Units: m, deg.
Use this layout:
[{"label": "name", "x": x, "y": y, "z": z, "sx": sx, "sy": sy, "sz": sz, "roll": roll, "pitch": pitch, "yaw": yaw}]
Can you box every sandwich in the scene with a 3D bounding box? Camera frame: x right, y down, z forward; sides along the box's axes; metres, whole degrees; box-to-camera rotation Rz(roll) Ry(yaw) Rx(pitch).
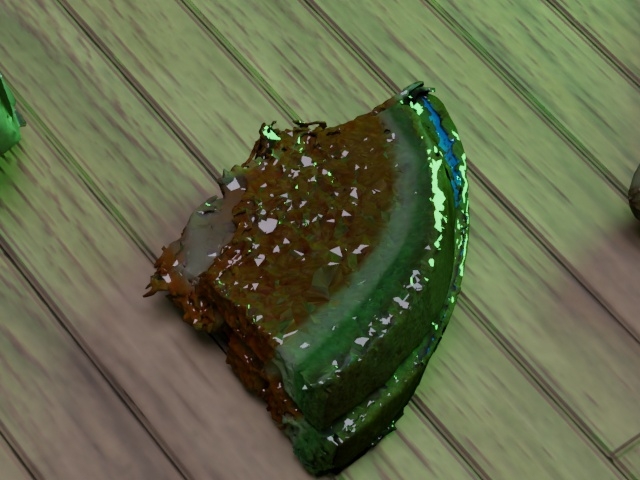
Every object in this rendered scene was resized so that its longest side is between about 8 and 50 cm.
[{"label": "sandwich", "x": 0.011, "y": -0.004, "z": 1.039, "sx": 0.159, "sy": 0.079, "sz": 0.235, "roll": 28, "pitch": 58, "yaw": 15}]

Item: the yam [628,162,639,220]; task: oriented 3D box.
[{"label": "yam", "x": 0.312, "y": 0.020, "z": 1.055, "sx": 0.300, "sy": 0.066, "sz": 0.066, "roll": 23, "pitch": 56, "yaw": 11}]

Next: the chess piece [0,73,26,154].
[{"label": "chess piece", "x": -0.326, "y": -0.071, "z": 1.038, "sx": 0.298, "sy": 0.175, "sz": 0.175, "roll": -22, "pitch": 58, "yaw": -3}]
